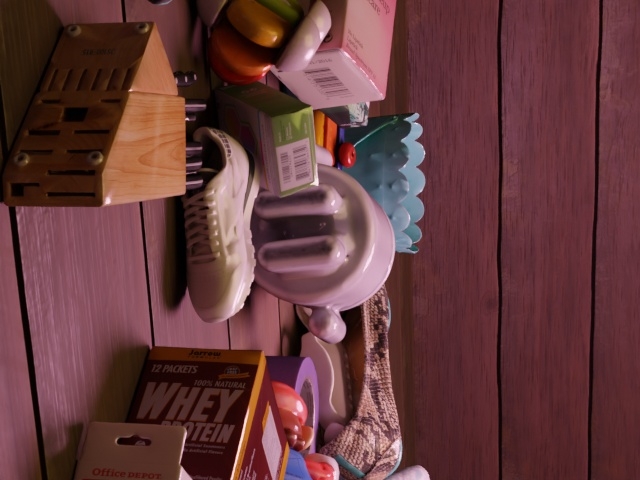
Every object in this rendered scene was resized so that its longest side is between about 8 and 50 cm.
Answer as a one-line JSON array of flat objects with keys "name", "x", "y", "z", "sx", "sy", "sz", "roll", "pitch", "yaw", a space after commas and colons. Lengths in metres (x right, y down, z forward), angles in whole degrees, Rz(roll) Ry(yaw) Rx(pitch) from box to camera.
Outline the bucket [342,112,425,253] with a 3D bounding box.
[{"name": "bucket", "x": 0.097, "y": -0.109, "z": 2.164, "sx": 0.281, "sy": 0.183, "sz": 0.281, "roll": 0, "pitch": 90, "yaw": -78}]

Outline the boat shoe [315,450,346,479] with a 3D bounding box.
[{"name": "boat shoe", "x": 0.007, "y": 0.445, "z": 1.935, "sx": 0.091, "sy": 0.114, "sz": 0.302, "roll": -68, "pitch": 157, "yaw": -46}]

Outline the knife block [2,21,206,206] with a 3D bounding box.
[{"name": "knife block", "x": -0.179, "y": -0.071, "z": 1.051, "sx": 0.242, "sy": 0.088, "sz": 0.275, "roll": 76, "pitch": 18, "yaw": -49}]

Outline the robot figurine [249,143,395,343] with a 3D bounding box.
[{"name": "robot figurine", "x": 0.000, "y": 0.000, "z": 1.652, "sx": 0.353, "sy": 0.200, "sz": 0.300, "roll": 34, "pitch": 54, "yaw": -76}]

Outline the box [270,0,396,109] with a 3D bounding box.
[{"name": "box", "x": 0.019, "y": -0.324, "z": 1.591, "sx": 0.148, "sy": 0.127, "sz": 0.232, "roll": 38, "pitch": 53, "yaw": -54}]

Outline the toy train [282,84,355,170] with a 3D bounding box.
[{"name": "toy train", "x": -0.013, "y": -0.149, "z": 1.856, "sx": 0.143, "sy": 0.105, "sz": 0.248, "roll": 29, "pitch": 62, "yaw": -65}]

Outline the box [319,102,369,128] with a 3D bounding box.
[{"name": "box", "x": -0.009, "y": -0.339, "z": 1.734, "sx": 0.322, "sy": 0.058, "sz": 0.232, "roll": 30, "pitch": 60, "yaw": -56}]

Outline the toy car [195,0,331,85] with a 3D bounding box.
[{"name": "toy car", "x": -0.084, "y": -0.265, "z": 1.433, "sx": 0.136, "sy": 0.159, "sz": 0.182, "roll": -56, "pitch": -174, "yaw": 29}]

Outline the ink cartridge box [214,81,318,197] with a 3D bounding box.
[{"name": "ink cartridge box", "x": -0.085, "y": -0.142, "z": 1.460, "sx": 0.209, "sy": 0.062, "sz": 0.109, "roll": 33, "pitch": -45, "yaw": 51}]

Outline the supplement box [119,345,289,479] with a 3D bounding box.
[{"name": "supplement box", "x": -0.126, "y": 0.249, "z": 1.230, "sx": 0.194, "sy": 0.129, "sz": 0.191, "roll": 79, "pitch": 17, "yaw": -45}]

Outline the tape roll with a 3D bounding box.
[{"name": "tape roll", "x": -0.059, "y": 0.267, "z": 1.683, "sx": 0.189, "sy": 0.080, "sz": 0.189, "roll": 0, "pitch": 90, "yaw": -79}]

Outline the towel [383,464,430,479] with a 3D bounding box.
[{"name": "towel", "x": 0.049, "y": 0.580, "z": 1.868, "sx": 0.320, "sy": 0.090, "sz": 0.374, "roll": -13, "pitch": 118, "yaw": -57}]

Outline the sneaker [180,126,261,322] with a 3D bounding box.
[{"name": "sneaker", "x": -0.132, "y": -0.019, "z": 1.342, "sx": 0.095, "sy": 0.090, "sz": 0.235, "roll": 41, "pitch": 46, "yaw": -60}]

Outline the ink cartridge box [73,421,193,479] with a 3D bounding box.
[{"name": "ink cartridge box", "x": -0.178, "y": 0.264, "z": 1.039, "sx": 0.060, "sy": 0.104, "sz": 0.180, "roll": 72, "pitch": 23, "yaw": -57}]

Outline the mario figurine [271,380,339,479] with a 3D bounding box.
[{"name": "mario figurine", "x": -0.065, "y": 0.322, "z": 1.437, "sx": 0.198, "sy": 0.170, "sz": 0.320, "roll": 59, "pitch": 5, "yaw": -33}]

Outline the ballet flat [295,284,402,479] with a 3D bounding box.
[{"name": "ballet flat", "x": 0.035, "y": 0.186, "z": 1.920, "sx": 0.182, "sy": 0.164, "sz": 0.483, "roll": 36, "pitch": 32, "yaw": -32}]

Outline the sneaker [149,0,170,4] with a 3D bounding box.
[{"name": "sneaker", "x": -0.183, "y": -0.316, "z": 1.127, "sx": 0.076, "sy": 0.065, "sz": 0.166, "roll": -40, "pitch": 128, "yaw": -54}]
